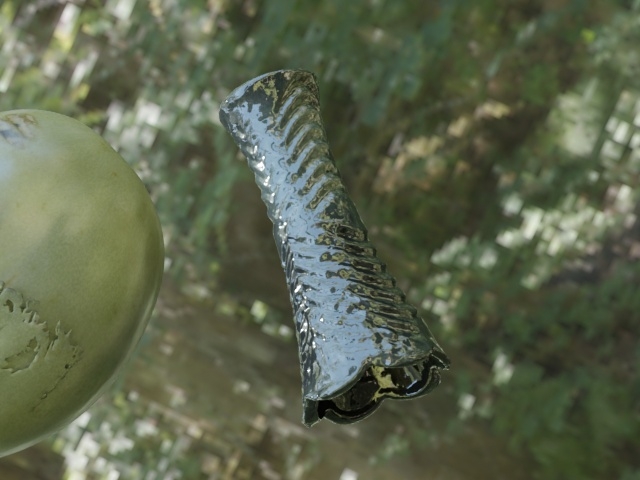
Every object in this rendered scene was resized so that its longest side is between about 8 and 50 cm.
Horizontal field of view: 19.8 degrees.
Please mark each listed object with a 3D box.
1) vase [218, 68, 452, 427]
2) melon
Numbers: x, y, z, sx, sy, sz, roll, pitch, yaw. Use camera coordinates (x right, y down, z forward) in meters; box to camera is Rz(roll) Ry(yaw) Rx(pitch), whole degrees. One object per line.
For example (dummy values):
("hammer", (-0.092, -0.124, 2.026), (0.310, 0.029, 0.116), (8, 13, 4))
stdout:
("vase", (0.000, 0.000, 1.272), (0.115, 0.237, 0.115), (-19, -19, -7))
("melon", (-0.286, 0.046, 1.563), (0.330, 0.268, 0.268), (-45, -8, -10))
